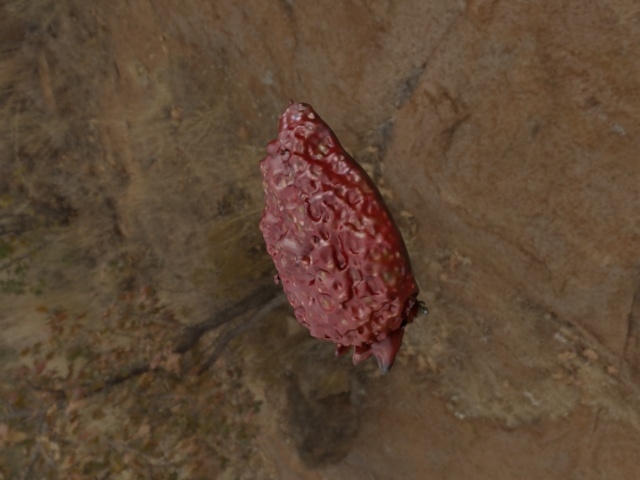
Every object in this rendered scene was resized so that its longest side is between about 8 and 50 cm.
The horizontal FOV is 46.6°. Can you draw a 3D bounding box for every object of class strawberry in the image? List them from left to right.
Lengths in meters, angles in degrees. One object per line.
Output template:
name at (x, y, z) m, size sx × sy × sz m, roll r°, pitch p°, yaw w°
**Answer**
strawberry at (0.005, 0.000, 0.666) m, size 0.174 × 0.098 × 0.228 m, roll 35°, pitch 148°, yaw 54°
